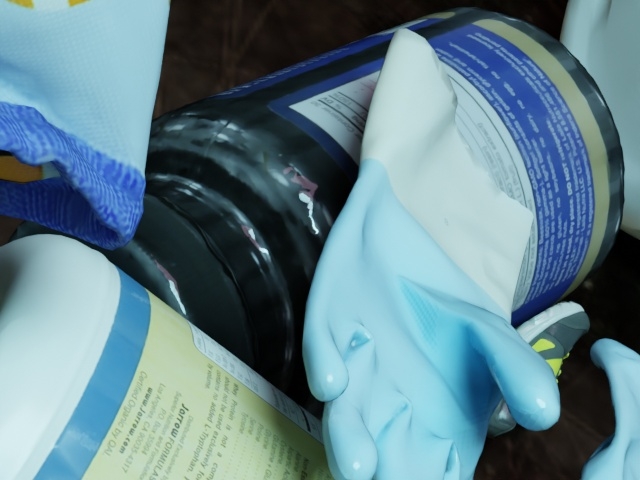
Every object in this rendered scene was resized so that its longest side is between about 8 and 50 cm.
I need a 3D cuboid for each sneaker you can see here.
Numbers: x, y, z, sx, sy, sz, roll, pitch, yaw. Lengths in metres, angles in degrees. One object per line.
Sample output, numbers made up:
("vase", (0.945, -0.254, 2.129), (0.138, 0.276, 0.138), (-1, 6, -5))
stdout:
("sneaker", (0.079, 0.052, 0.750), (0.083, 0.031, 0.035), (-27, 83, -41))

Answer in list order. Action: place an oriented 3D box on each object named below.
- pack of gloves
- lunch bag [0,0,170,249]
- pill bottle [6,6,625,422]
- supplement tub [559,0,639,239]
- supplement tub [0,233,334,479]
("pack of gloves", (0.075, 0.053, 0.545), (0.195, 0.046, 0.232), (53, 25, -18))
("lunch bag", (-0.196, -0.190, 0.472), (0.239, 0.385, 0.327), (21, 81, -55))
("pill bottle", (0.000, 0.000, 0.671), (0.219, 0.123, 0.123), (-26, 69, -44))
("supplement tub", (0.283, -0.068, 0.867), (0.316, 0.193, 0.193), (10, 48, -25))
("supplement tub", (-0.039, 0.108, 0.515), (0.200, 0.144, 0.144), (39, 40, -17))
